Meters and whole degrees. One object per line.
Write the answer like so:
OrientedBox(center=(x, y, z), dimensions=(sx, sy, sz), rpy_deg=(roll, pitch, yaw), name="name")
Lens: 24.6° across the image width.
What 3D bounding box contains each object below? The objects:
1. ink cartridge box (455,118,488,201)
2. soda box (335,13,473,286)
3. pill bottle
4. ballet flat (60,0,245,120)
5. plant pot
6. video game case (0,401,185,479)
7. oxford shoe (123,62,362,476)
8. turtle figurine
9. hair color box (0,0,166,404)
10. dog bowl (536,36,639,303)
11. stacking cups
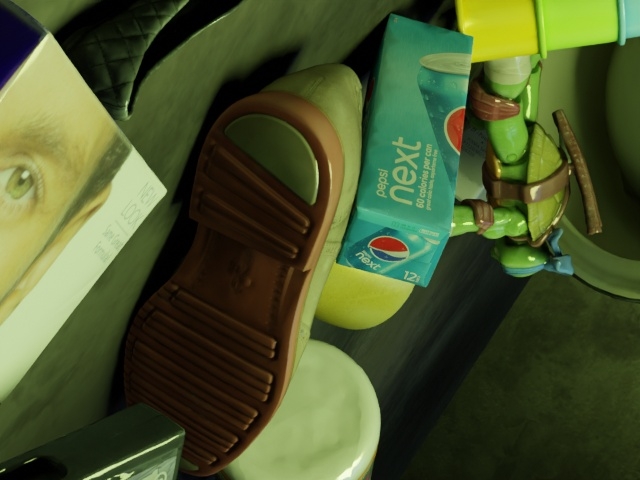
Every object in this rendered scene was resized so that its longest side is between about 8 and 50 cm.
OrientedBox(center=(0.255, -0.173, 1.703), dimensions=(0.261, 0.066, 0.296), rpy_deg=(-58, 167, 17), name="ink cartridge box")
OrientedBox(center=(0.065, -0.071, 1.096), dimensions=(0.067, 0.071, 0.210), rpy_deg=(110, -7, -49), name="soda box")
OrientedBox(center=(-0.028, 0.213, 1.446), dimensions=(0.162, 0.162, 0.278), rpy_deg=(-50, 166, -20), name="pill bottle")
OrientedBox(center=(-0.070, -0.111, 0.757), dimensions=(0.173, 0.049, 0.057), rpy_deg=(-45, 164, -37), name="ballet flat")
OrientedBox(center=(0.000, 0.000, 1.143), dimensions=(0.095, 0.134, 0.134), rpy_deg=(8, 119, -47), name="plant pot")
OrientedBox(center=(-0.170, 0.223, 0.600), dimensions=(0.248, 0.035, 0.275), rpy_deg=(-19, 130, -51), name="video game case")
OrientedBox(center=(-0.042, 0.030, 1.050), dimensions=(0.130, 0.123, 0.348), rpy_deg=(-46, 166, -52), name="oxford shoe")
OrientedBox(center=(0.129, -0.099, 1.368), dimensions=(0.198, 0.275, 0.266), rpy_deg=(-19, 127, -30), name="turtle figurine")
OrientedBox(center=(-0.215, 0.060, 0.553), dimensions=(0.339, 0.110, 0.185), rpy_deg=(-55, 166, -8), name="hair color box")
OrientedBox(center=(0.361, -0.142, 1.377), dimensions=(0.150, 0.408, 0.408), rpy_deg=(3, 127, -37), name="dog bowl")
OrientedBox(center=(0.266, -0.194, 1.168), dimensions=(0.096, 0.316, 0.096), rpy_deg=(-3, 90, -82), name="stacking cups")
